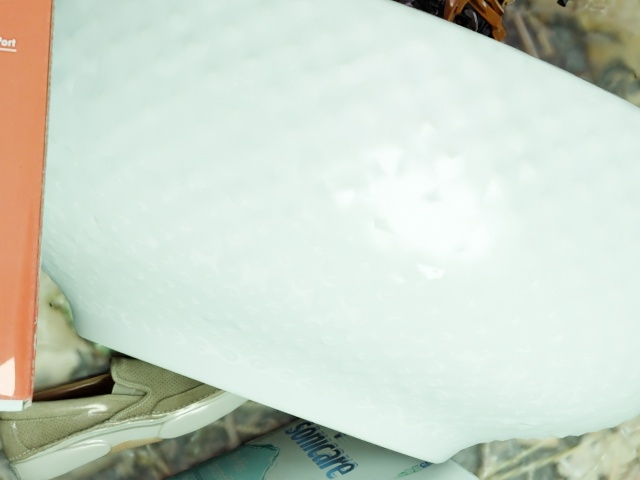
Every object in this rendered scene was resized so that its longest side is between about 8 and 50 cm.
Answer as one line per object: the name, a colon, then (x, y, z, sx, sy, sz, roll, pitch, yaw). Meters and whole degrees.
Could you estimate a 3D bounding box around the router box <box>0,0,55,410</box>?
router box: (-0.181, -0.096, 0.647, 0.082, 0.335, 0.301, 4, 87, -24)

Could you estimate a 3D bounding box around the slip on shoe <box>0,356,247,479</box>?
slip on shoe: (-0.091, 0.076, 0.851, 0.135, 0.051, 0.041, -19, 101, -3)

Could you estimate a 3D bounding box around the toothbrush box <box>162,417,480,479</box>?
toothbrush box: (-0.066, 0.195, 0.779, 0.295, 0.216, 0.126, -24, 99, -10)

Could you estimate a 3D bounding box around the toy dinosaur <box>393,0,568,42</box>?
toy dinosaur: (0.052, -0.218, 0.832, 0.218, 0.164, 0.322, 12, 73, -28)

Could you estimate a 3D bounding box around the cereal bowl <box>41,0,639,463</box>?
cereal bowl: (0.000, 0.000, 0.713, 0.339, 0.339, 0.141, 20, 85, -14)
